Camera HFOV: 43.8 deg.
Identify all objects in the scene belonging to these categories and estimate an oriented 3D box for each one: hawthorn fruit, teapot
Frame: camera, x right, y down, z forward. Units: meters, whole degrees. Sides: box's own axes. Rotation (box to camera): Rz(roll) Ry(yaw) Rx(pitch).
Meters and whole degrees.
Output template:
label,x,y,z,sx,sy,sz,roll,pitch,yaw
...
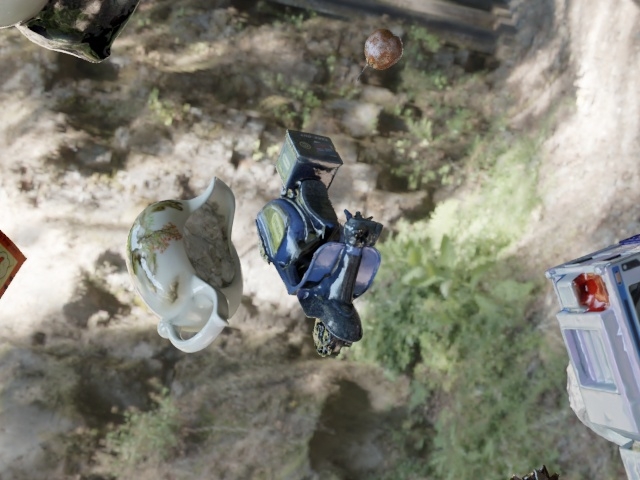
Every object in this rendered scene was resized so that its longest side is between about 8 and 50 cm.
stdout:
label,x,y,z,sx,sy,sz,roll,pitch,yaw
hawthorn fruit,0.094,-0.319,1.375,0.103,0.067,0.067,-40,-5,-2
teapot,-0.186,0.040,1.160,0.204,0.139,0.298,39,-148,-44

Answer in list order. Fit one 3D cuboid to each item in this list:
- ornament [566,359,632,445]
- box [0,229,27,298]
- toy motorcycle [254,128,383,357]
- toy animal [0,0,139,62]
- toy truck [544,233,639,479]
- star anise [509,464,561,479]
label,x,y,z,sx,sy,sz,roll,pitch,yaw
ornament,0.578,0.246,1.425,0.225,0.259,0.259,-57,-11,-23
box,-0.595,0.057,1.050,0.284,0.213,0.260,-67,-31,-28
toy motorcycle,0.000,0.000,1.198,0.213,0.125,0.359,-66,32,32
toy animal,-0.320,-0.297,0.838,0.235,0.187,0.165,6,-97,-51
toy truck,0.320,0.131,0.722,0.124,0.155,0.268,159,94,-75
star anise,0.340,0.487,1.423,0.099,0.220,0.214,55,131,35
